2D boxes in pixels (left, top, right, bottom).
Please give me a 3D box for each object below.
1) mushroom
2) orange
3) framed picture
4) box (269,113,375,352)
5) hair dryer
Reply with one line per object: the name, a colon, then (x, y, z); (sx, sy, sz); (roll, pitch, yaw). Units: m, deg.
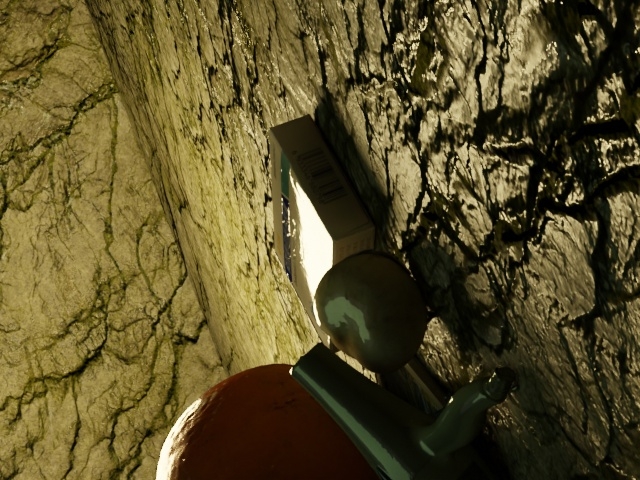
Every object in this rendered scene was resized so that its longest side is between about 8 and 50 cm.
mushroom: (0.067, 0.087, 1.685); (0.154, 0.122, 0.154); (12, 111, 34)
orange: (-0.035, 0.367, 2.021); (0.424, 0.326, 0.424); (35, 180, 0)
framed picture: (0.148, 0.257, 1.843); (0.324, 0.020, 0.240); (-128, 21, -52)
box: (0.000, 0.000, 1.910); (0.200, 0.065, 0.343); (61, 166, 27)
hair dryer: (0.092, 0.188, 1.594); (0.296, 0.119, 0.298); (27, 139, 26)
